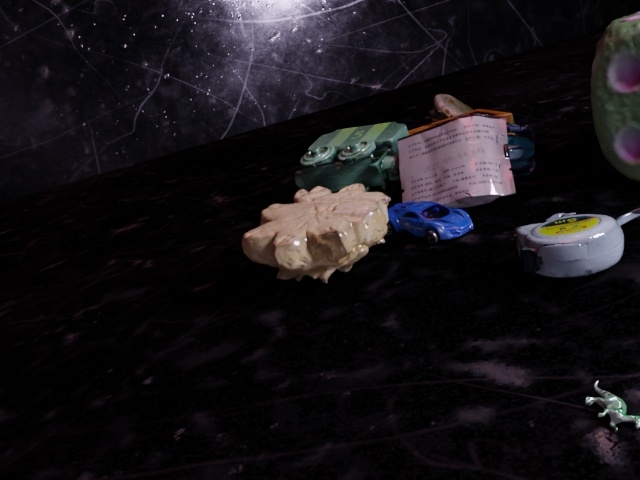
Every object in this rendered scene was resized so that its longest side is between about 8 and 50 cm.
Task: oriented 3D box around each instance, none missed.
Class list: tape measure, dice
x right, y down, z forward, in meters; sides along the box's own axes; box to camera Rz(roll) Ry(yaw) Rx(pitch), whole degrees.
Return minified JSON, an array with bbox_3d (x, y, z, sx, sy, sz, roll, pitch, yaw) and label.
[{"bbox_3d":[0.471,-0.010,1.127,0.331,0.084,0.164,-12,20,13],"label":"tape measure"},{"bbox_3d":[0.732,-0.297,1.394,0.322,0.330,0.318,-26,22,-35],"label":"dice"}]

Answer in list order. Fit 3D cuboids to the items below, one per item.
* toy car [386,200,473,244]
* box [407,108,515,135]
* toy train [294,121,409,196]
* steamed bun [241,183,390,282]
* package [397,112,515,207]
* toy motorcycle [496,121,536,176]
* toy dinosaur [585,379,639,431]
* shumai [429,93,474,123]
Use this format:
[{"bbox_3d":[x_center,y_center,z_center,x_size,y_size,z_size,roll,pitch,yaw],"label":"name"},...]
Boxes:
[{"bbox_3d":[0.211,-0.043,1.475,0.103,0.063,0.216,-26,21,-33],"label":"toy car"},{"bbox_3d":[0.347,-0.271,1.930,0.274,0.076,0.174,-19,20,-12],"label":"box"},{"bbox_3d":[0.088,-0.193,1.822,0.299,0.166,0.238,-2,33,34],"label":"toy train"},{"bbox_3d":[0.000,0.000,1.410,0.292,0.137,0.295,-19,24,-17],"label":"steamed bun"},{"bbox_3d":[0.288,-0.169,1.601,0.251,0.203,0.062,-11,-26,23],"label":"package"},{"bbox_3d":[0.374,-0.212,1.723,0.260,0.154,0.206,6,16,34],"label":"toy motorcycle"},{"bbox_3d":[0.322,0.176,0.794,0.062,0.021,0.083,4,29,29],"label":"toy dinosaur"},{"bbox_3d":[0.385,-0.337,2.136,0.120,0.201,0.201,-53,1,26],"label":"shumai"}]
